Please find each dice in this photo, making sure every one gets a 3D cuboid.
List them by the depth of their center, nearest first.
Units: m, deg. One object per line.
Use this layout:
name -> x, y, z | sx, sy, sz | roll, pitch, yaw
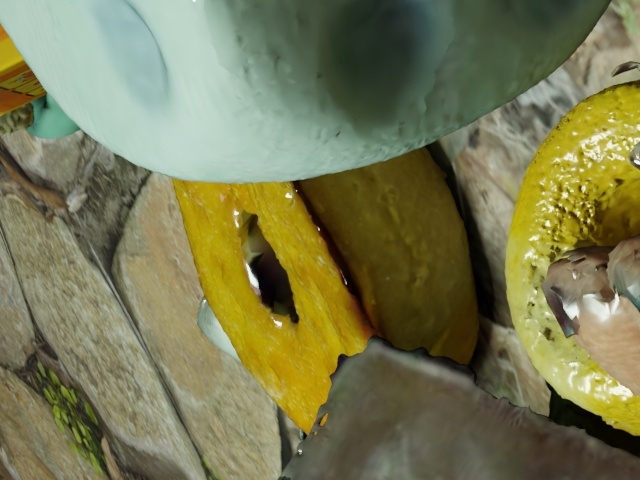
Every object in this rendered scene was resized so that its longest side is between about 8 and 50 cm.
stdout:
dice -> -0.020, -0.200, 0.814 | 0.262, 0.264, 0.268 | 31, 140, 49

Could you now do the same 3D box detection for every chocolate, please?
chocolate -> 0.119, 0.153, 0.918 | 0.112, 0.112, 0.321 | 39, 168, -36

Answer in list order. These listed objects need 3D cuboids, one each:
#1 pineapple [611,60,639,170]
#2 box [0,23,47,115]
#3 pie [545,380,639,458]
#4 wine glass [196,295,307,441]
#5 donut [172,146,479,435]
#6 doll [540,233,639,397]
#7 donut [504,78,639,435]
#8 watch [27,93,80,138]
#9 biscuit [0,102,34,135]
pineapple -> 0.180, -0.168, 0.546 | 0.272, 0.262, 0.262 | 71, 157, 10
box -> -0.227, -0.244, 1.152 | 0.284, 0.213, 0.259 | 62, -179, -3
pie -> 0.233, 0.144, 0.917 | 0.323, 0.070, 0.323 | 42, 148, 35
wine glass -> -0.030, 0.093, 1.384 | 0.155, 0.072, 0.072 | 45, 151, 35
donut -> 0.000, 0.000, 1.180 | 0.303, 0.110, 0.303 | 48, 155, 31
doll -> 0.237, 0.052, 0.657 | 0.303, 0.156, 0.201 | 32, 173, -15
donut -> 0.155, 0.006, 0.828 | 0.162, 0.065, 0.178 | 11, 92, 49
watch -> -0.267, -0.196, 1.564 | 0.237, 0.068, 0.195 | 40, 146, 48
biscuit -> -0.299, -0.166, 1.475 | 0.070, 0.082, 0.168 | -8, 104, 41
